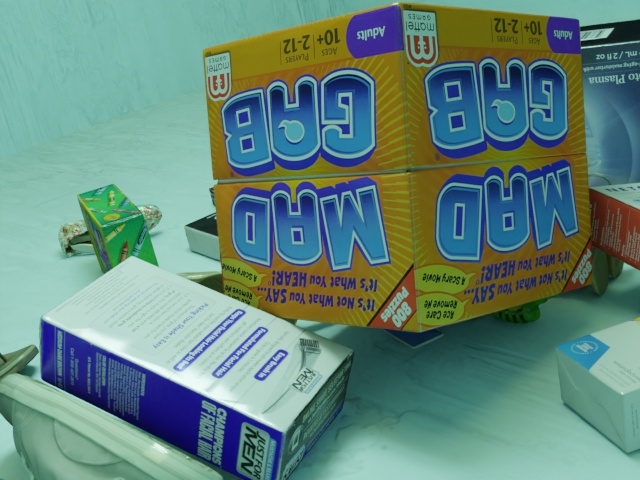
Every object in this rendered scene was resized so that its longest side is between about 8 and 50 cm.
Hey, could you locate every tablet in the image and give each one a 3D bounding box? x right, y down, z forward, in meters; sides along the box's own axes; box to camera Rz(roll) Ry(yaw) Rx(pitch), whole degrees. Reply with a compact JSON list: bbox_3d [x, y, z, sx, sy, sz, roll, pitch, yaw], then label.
[{"bbox_3d":[0.133,0.133,1.311,0.054,0.006,0.083,-21,23,-22],"label":"tablet"}]

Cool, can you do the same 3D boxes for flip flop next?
[{"bbox_3d":[-0.588,0.196,1.475,0.277,0.080,0.112,-5,22,22],"label":"flip flop"}]

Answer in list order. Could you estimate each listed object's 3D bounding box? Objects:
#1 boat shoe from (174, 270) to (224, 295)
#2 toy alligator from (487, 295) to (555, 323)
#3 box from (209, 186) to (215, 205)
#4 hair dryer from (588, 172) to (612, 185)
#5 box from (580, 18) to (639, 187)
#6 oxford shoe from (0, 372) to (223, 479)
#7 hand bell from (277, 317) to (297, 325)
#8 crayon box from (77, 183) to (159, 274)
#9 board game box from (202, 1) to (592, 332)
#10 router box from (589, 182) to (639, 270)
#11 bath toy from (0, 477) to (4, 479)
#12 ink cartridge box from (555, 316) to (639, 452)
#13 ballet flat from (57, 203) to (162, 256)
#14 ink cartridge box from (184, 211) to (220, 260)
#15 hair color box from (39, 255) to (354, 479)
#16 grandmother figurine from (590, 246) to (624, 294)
[{"bbox_3d":[-0.226,0.080,1.606,0.153,0.056,0.048,-12,11,-1],"label":"boat shoe"},{"bbox_3d":[0.254,0.090,1.294,0.056,0.051,0.189,-8,6,-39],"label":"toy alligator"},{"bbox_3d":[-0.121,-0.119,2.076,0.233,0.044,0.159,-20,22,-18],"label":"box"},{"bbox_3d":[0.326,-0.083,1.538,0.293,0.224,0.080,-32,2,9],"label":"hair dryer"},{"bbox_3d":[0.486,-0.220,1.615,0.296,0.294,0.183,-1,25,30],"label":"box"},{"bbox_3d":[-0.283,0.257,1.058,0.449,0.169,0.130,10,69,49],"label":"oxford shoe"},{"bbox_3d":[-0.004,0.094,1.394,0.242,0.126,0.126,-5,18,-13],"label":"hand bell"},{"bbox_3d":[-0.383,0.005,1.734,0.081,0.165,0.278,-20,22,-18],"label":"crayon box"},{"bbox_3d":[0.103,-0.097,1.206,0.356,0.356,0.356,-9,6,-42],"label":"board game box"},{"bbox_3d":[0.570,-0.005,1.183,0.335,0.082,0.301,-6,20,-19],"label":"router box"},{"bbox_3d":[-0.516,0.239,1.165,0.129,0.151,0.348,-8,29,-39],"label":"bath toy"},{"bbox_3d":[0.402,0.140,1.025,0.231,0.078,0.134,-17,21,-13],"label":"ink cartridge box"},{"bbox_3d":[-0.458,-0.013,1.980,0.241,0.091,0.077,-13,50,11],"label":"ballet flat"},{"bbox_3d":[-0.097,-0.005,1.744,0.175,0.069,0.371,-25,26,-30],"label":"ink cartridge box"},{"bbox_3d":[-0.152,0.154,1.119,0.338,0.110,0.185,20,32,20],"label":"hair color box"},{"bbox_3d":[0.291,0.007,1.423,0.342,0.104,0.208,7,20,38],"label":"grandmother figurine"}]
